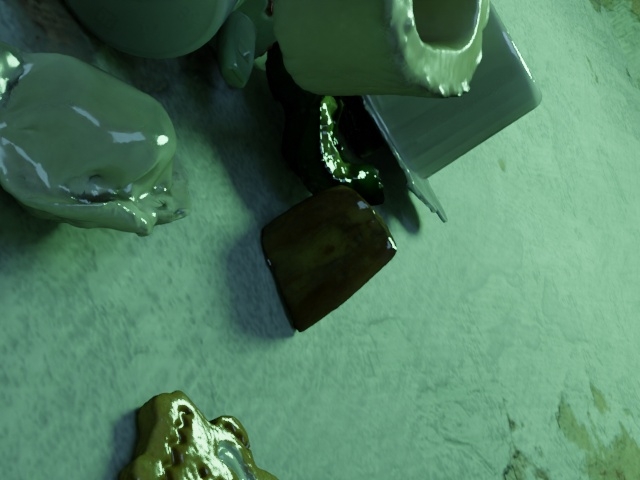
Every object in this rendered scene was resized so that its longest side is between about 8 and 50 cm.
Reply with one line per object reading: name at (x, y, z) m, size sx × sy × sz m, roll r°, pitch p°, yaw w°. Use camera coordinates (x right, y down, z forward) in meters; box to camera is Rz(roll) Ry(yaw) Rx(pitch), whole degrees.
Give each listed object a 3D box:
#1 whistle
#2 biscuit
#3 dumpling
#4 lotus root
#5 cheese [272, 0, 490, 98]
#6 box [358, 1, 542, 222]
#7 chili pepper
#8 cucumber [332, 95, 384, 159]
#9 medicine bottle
whistle at (-0.093, -0.266, 1.452) m, size 0.102 × 0.106 × 0.253 m, roll 24°, pitch 41°, yaw -21°
biscuit at (-0.075, 0.240, 1.102) m, size 0.249 × 0.035 × 0.184 m, roll 50°, pitch 30°, yaw -26°
dumpling at (-0.192, -0.073, 1.061) m, size 0.250 × 0.132 × 0.162 m, roll 25°, pitch 42°, yaw -51°
lotus root at (0.004, 0.000, 1.383) m, size 0.095 × 0.135 × 0.159 m, roll 45°, pitch 18°, yaw -30°
cheese at (0.069, -0.295, 1.347) m, size 0.332 × 0.153 × 0.292 m, roll -34°, pitch 125°, yaw -65°
box at (0.176, -0.190, 1.689) m, size 0.291 × 0.206 × 0.262 m, roll 57°, pitch 12°, yaw -12°
chili pepper at (-0.010, -0.166, 1.494) m, size 0.148 × 0.116 × 0.264 m, roll 2°, pitch 79°, yaw -66°
cucumber at (0.007, -0.225, 1.658) m, size 0.256 × 0.043 × 0.044 m, roll 60°, pitch 22°, yaw -4°
medicine bottle at (-0.122, -0.343, 1.314) m, size 0.190 × 0.190 × 0.332 m, roll 52°, pitch 40°, yaw -21°
